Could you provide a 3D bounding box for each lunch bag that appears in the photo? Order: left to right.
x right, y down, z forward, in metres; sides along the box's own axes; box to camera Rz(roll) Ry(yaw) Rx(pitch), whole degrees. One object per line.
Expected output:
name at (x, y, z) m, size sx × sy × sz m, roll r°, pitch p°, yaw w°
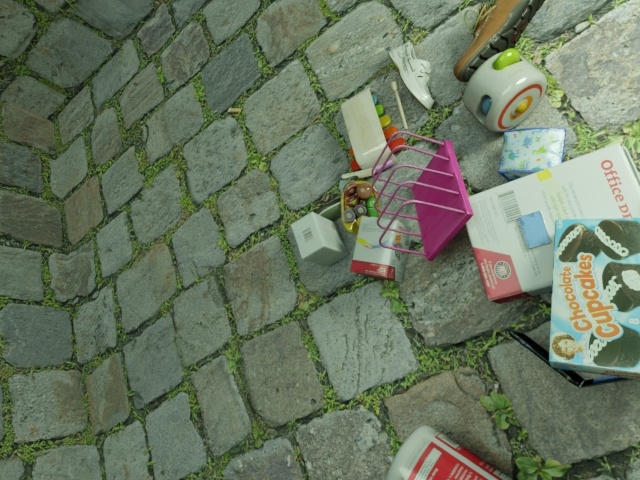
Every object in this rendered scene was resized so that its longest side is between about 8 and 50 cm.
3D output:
lunch bag at (0.574, -0.232, 1.209) m, size 0.151 × 0.096 × 0.129 m, roll 3°, pitch 80°, yaw 46°

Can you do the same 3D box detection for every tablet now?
tablet at (0.507, -0.026, 1.062) m, size 0.054 × 0.006 × 0.083 m, roll -19°, pitch 70°, yaw 28°

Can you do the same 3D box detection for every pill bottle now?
pill bottle at (0.367, 0.642, 1.048) m, size 0.408 × 0.229 × 0.229 m, roll 25°, pitch 92°, yaw 35°

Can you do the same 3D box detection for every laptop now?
laptop at (0.589, 0.247, 1.001) m, size 0.264 × 0.234 × 0.136 m, roll 41°, pitch 100°, yaw 33°

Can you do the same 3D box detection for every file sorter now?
file sorter at (0.256, -0.131, 1.237) m, size 0.202 × 0.182 × 0.290 m, roll 118°, pitch 158°, yaw -46°

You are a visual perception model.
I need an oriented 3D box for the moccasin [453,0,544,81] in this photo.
moccasin at (0.514, -0.640, 1.324) m, size 0.147 × 0.139 × 0.380 m, roll 38°, pitch 99°, yaw 34°

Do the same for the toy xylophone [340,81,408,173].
toy xylophone at (0.183, -0.386, 1.507) m, size 0.236 × 0.081 × 0.322 m, roll -15°, pitch 70°, yaw 29°

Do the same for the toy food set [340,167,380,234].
toy food set at (0.126, -0.127, 1.448) m, size 0.128 × 0.071 × 0.218 m, roll -4°, pitch 89°, yaw 8°

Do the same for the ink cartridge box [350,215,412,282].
ink cartridge box at (0.188, 0.027, 1.374) m, size 0.127 × 0.128 × 0.176 m, roll 8°, pitch 83°, yaw 34°

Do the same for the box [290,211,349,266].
box at (0.000, 0.000, 1.475) m, size 0.091 × 0.170 × 0.130 m, roll -30°, pitch 64°, yaw 22°

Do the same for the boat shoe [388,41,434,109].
boat shoe at (0.312, -0.546, 1.455) m, size 0.096 × 0.098 × 0.277 m, roll -32°, pitch 62°, yaw 23°

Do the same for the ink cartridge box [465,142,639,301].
ink cartridge box at (0.584, -0.023, 1.114) m, size 0.385 × 0.160 × 0.279 m, roll -20°, pitch 68°, yaw 27°

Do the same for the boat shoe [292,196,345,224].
boat shoe at (-0.003, -0.089, 1.552) m, size 0.228 × 0.081 × 0.068 m, roll -34°, pitch 56°, yaw 16°

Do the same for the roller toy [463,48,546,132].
roller toy at (0.511, -0.402, 1.238) m, size 0.191 × 0.209 × 0.146 m, roll -50°, pitch 58°, yaw 28°

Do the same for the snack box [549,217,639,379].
snack box at (0.574, 0.106, 0.907) m, size 0.187 × 0.060 × 0.322 m, roll 0°, pitch 63°, yaw 31°
